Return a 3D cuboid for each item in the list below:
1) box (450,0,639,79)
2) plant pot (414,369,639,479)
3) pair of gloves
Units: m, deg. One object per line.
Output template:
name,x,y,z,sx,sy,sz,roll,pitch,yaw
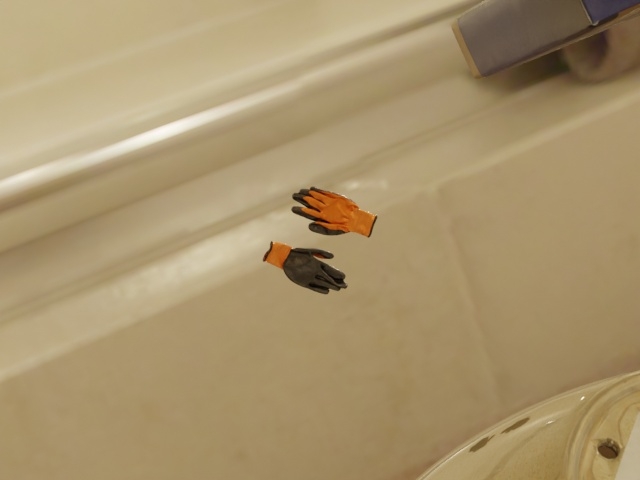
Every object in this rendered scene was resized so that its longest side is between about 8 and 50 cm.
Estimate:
box,0.143,-0.117,0.729,0.225,0.136,0.036,165,-99,-82
plant pot,0.147,0.181,0.909,0.256,0.256,0.274,53,-25,19
pair of gloves,0.000,0.000,1.456,0.083,0.074,0.010,-64,-170,9
